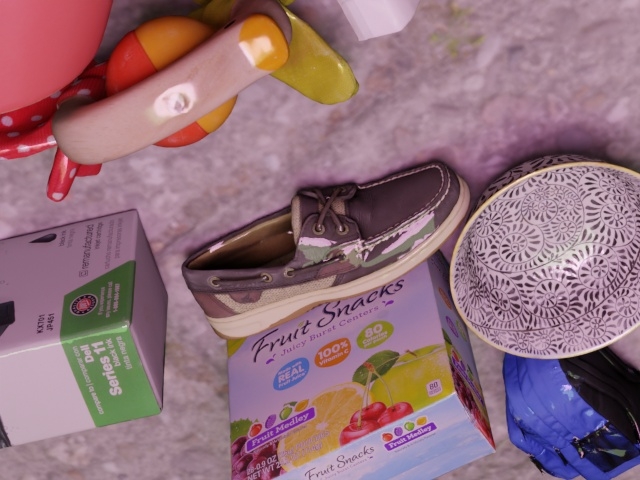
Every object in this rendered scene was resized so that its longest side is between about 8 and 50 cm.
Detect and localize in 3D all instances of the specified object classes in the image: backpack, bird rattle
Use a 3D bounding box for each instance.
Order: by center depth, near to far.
[{"bbox_3d":[-0.105,-0.110,0.968,0.254,0.207,0.143,-21,105,-1],"label":"bird rattle"},{"bbox_3d":[0.192,0.128,1.202,0.101,0.098,0.120,-34,121,22],"label":"backpack"}]

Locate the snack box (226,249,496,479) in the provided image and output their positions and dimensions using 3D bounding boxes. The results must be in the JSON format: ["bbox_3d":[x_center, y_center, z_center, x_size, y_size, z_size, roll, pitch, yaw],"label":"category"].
[{"bbox_3d":[0.021,0.098,1.103,0.175,0.207,0.070,-27,122,13],"label":"snack box"}]

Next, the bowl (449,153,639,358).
[{"bbox_3d":[0.171,-0.003,1.119,0.170,0.080,0.170,-4,123,-6],"label":"bowl"}]

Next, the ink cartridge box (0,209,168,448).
[{"bbox_3d":[-0.222,0.071,1.101,0.209,0.153,0.086,-13,123,4],"label":"ink cartridge box"}]

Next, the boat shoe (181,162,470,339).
[{"bbox_3d":[-0.001,0.000,1.112,0.224,0.080,0.073,-26,127,19],"label":"boat shoe"}]

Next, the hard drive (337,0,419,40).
[{"bbox_3d":[-0.006,-0.292,0.841,0.040,0.203,0.307,-11,127,30],"label":"hard drive"}]

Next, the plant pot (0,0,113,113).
[{"bbox_3d":[-0.216,-0.218,0.854,0.275,0.275,0.243,3,134,-6],"label":"plant pot"}]
